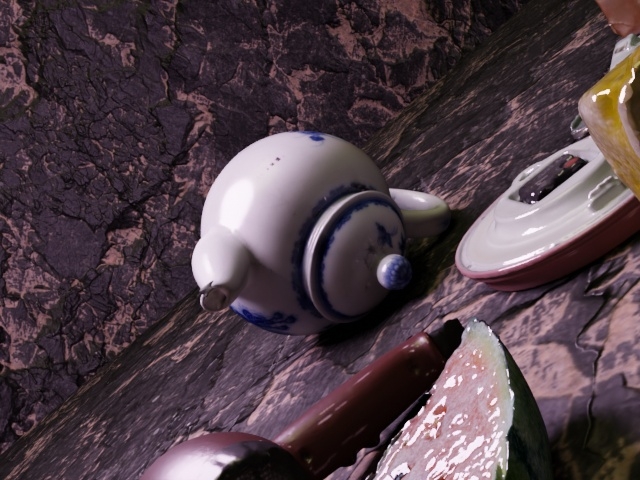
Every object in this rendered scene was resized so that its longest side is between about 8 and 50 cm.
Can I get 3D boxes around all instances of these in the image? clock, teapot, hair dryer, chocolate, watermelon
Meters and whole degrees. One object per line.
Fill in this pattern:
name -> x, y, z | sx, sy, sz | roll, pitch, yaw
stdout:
clock -> 0.232, -0.042, 0.741 | 0.244, 0.056, 0.244 | -38, 8, 7
teapot -> 0.000, 0.000, 0.950 | 0.424, 0.252, 0.280 | -18, 28, -41
hair dryer -> -0.013, 0.168, 0.642 | 0.340, 0.123, 0.312 | -32, -6, -30
chocolate -> 0.492, -0.405, 1.217 | 0.214, 0.148, 0.093 | -43, 5, -37
watermelon -> 0.079, 0.138, 0.454 | 0.139, 0.071, 0.187 | -42, 15, 29

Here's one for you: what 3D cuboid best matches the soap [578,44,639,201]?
soap -> 0.283, -0.081, 0.308 | 0.315, 0.199, 0.091 | -39, 4, 10

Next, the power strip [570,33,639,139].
power strip -> 0.401, -0.227, 0.950 | 0.198, 0.064, 0.213 | -31, 13, 48
